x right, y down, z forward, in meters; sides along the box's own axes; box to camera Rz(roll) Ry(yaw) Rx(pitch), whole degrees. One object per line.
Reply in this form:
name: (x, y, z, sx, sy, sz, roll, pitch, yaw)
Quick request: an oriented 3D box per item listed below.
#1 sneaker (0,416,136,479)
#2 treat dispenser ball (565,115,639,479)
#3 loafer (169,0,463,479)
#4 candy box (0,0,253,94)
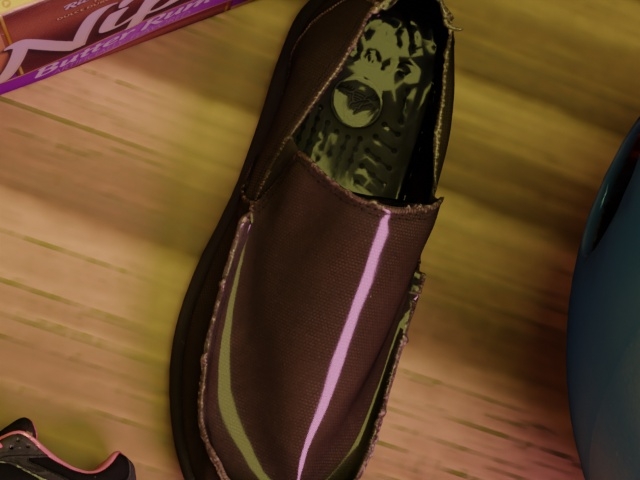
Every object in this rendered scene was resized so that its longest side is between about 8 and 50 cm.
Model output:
sneaker: (-0.117, 0.088, 0.594, 0.119, 0.047, 0.057, 10, 71, -21)
treat dispenser ball: (0.225, 0.039, 0.563, 0.288, 0.288, 0.288, 3, 79, -15)
loafer: (0.000, 0.000, 0.619, 0.080, 0.078, 0.220, 13, 77, -12)
candy box: (-0.047, -0.113, 0.612, 0.186, 0.109, 0.053, -24, 87, -18)
